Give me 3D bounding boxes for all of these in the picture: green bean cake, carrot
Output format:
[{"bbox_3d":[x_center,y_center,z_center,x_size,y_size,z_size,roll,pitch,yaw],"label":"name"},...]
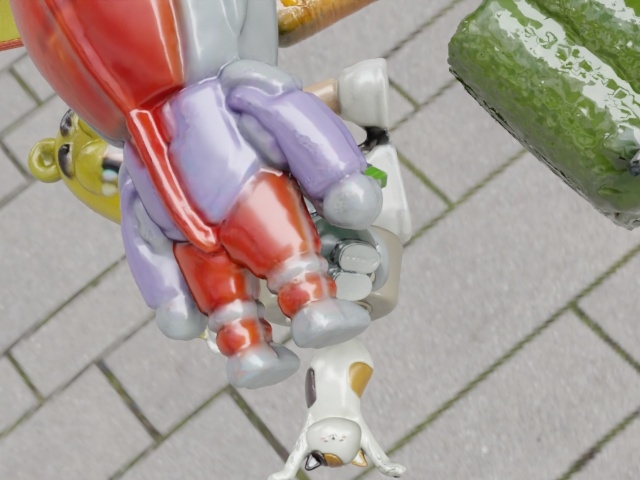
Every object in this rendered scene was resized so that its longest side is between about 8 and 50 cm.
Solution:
[{"bbox_3d":[0.214,-0.137,0.812,0.156,0.247,0.250,43,99,14],"label":"green bean cake"},{"bbox_3d":[0.008,-0.304,1.724,0.193,0.087,0.087,-29,55,-11],"label":"carrot"}]

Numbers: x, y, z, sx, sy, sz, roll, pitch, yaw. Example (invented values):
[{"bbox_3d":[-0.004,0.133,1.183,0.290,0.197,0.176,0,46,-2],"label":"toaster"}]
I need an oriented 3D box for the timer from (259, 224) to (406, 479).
[{"bbox_3d":[0.012,0.130,1.530,0.175,0.175,0.266,-8,71,12],"label":"timer"}]

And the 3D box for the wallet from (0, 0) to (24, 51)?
[{"bbox_3d":[-0.325,-0.253,1.419,0.241,0.141,0.067,-13,41,-5],"label":"wallet"}]

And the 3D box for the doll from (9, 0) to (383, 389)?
[{"bbox_3d":[-0.050,-0.066,0.434,0.102,0.075,0.227,-36,71,36],"label":"doll"}]

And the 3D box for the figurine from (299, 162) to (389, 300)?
[{"bbox_3d":[0.000,0.000,1.354,0.126,0.147,0.192,0,18,-26],"label":"figurine"}]

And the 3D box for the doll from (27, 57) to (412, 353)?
[{"bbox_3d":[-0.095,-0.082,1.637,0.423,0.161,0.348,-33,78,1],"label":"doll"}]
